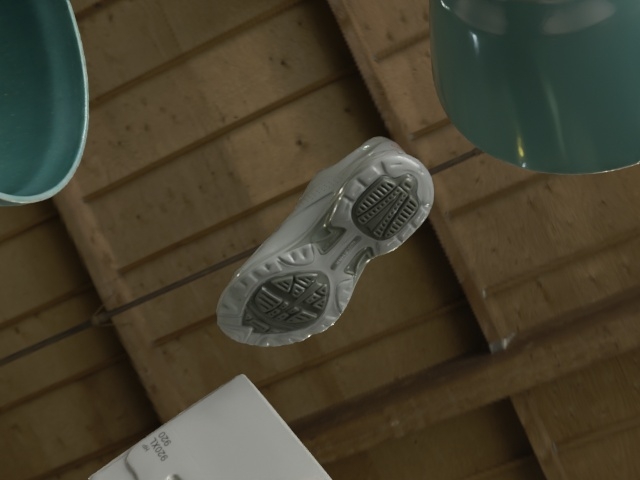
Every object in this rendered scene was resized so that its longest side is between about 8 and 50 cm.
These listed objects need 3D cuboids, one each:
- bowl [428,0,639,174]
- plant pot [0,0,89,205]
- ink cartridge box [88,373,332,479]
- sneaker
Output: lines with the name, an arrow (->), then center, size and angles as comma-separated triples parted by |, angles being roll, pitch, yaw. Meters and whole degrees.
bowl -> 0.216, -0.230, 0.841 | 0.312, 0.163, 0.311 | -13, -121, 22
plant pot -> -0.329, -0.144, 0.716 | 0.196, 0.293, 0.293 | -15, -85, 15
ink cartridge box -> -0.063, 0.279, 0.891 | 0.168, 0.171, 0.232 | -35, -47, -14
sneaker -> 0.000, 0.000, 0.874 | 0.232, 0.115, 0.090 | -41, -66, 12
